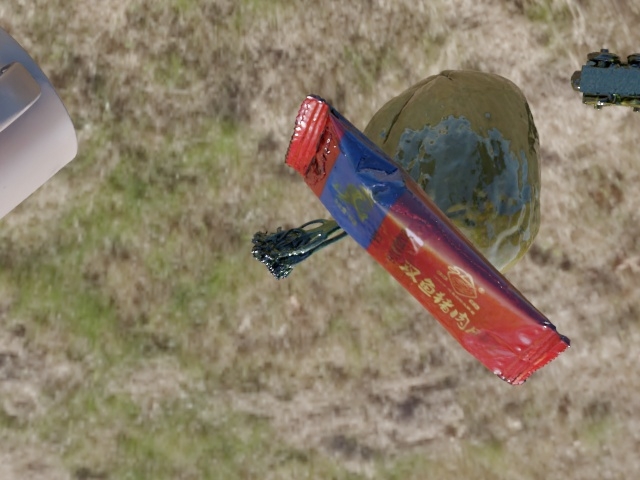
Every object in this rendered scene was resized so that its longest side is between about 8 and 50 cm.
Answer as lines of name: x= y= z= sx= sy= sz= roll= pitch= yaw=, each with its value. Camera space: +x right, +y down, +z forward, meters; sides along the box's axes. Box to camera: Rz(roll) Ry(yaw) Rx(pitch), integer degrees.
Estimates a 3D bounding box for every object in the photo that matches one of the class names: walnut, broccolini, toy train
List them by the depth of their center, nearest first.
walnut: x=0.166 y=-0.079 z=1.396 sx=0.283 sy=0.227 sz=0.283 roll=-3 pitch=102 yaw=-14
broccolini: x=-0.003 y=-0.009 z=1.581 sx=0.201 sy=0.058 sz=0.074 roll=-24 pitch=132 yaw=-7
toy train: x=0.489 y=-0.230 z=1.598 sx=0.225 sy=0.090 sz=0.137 roll=10 pitch=-173 yaw=37

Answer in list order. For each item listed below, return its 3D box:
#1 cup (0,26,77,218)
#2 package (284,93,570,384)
cup: x=-0.340 y=-0.085 z=0.951 sx=0.253 sy=0.200 sz=0.191 roll=-3 pitch=129 yaw=54
package: x=0.055 y=0.003 z=0.624 sx=0.200 sy=0.022 sz=0.083 roll=45 pitch=152 yaw=10
